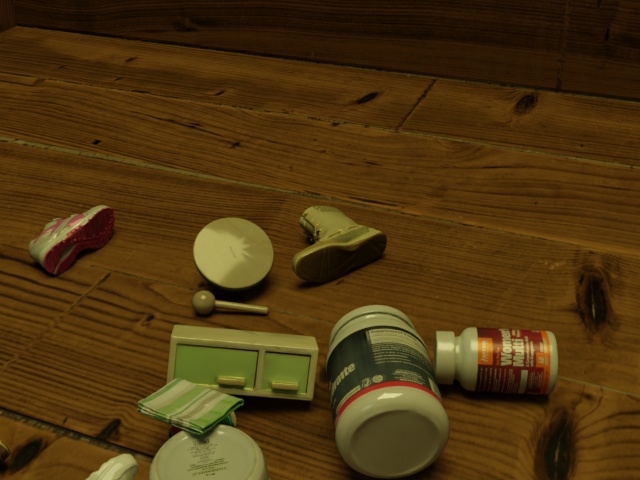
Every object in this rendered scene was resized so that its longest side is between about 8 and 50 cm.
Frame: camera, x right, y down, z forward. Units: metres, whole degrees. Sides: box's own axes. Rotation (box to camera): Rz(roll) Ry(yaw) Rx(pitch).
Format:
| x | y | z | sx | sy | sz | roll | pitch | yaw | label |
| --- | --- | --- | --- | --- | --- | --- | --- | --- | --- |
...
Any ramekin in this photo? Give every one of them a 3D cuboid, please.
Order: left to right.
| x | y | z | sx | sy | sz | roll | pitch | yaw | label |
| --- | --- | --- | --- | --- | --- | --- | --- | --- | --- |
| -0.178 | 0.390 | 1.311 | 0.207 | 0.109 | 0.207 | -1 | 31 | 1 | ramekin |

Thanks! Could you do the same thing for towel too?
| x | y | z | sx | sy | sz | roll | pitch | yaw | label |
| --- | --- | --- | --- | --- | --- | --- | --- | --- | --- |
| -0.222 | 0.276 | 1.393 | 0.152 | 0.023 | 0.113 | 9 | 25 | 33 | towel |

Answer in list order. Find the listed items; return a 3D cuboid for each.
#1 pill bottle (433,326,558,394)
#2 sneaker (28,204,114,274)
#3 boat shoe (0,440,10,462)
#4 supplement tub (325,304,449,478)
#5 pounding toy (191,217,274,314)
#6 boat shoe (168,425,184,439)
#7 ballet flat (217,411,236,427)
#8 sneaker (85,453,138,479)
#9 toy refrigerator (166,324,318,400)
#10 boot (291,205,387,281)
| x | y | z | sx | sy | sz | roll | pitch | yaw | label |
| --- | --- | --- | --- | --- | --- | --- | --- | --- | --- |
| 0.328 | 0.227 | 1.555 | 0.221 | 0.121 | 0.121 | 2 | 31 | 5 | pill bottle |
| -0.611 | -0.020 | 2.004 | 0.111 | 0.103 | 0.252 | 18 | 36 | 26 | sneaker |
| -0.618 | 0.366 | 1.412 | 0.177 | 0.064 | 0.060 | 2 | 36 | 17 | boat shoe |
| 0.109 | 0.259 | 1.439 | 0.191 | 0.191 | 0.272 | -3 | 31 | -4 | supplement tub |
| -0.204 | 0.075 | 1.866 | 0.182 | 0.110 | 0.237 | 6 | 60 | -10 | pounding toy |
| -0.208 | 0.346 | 1.448 | 0.137 | 0.043 | 0.049 | 10 | 35 | 19 | boat shoe |
| -0.205 | 0.294 | 1.524 | 0.168 | 0.057 | 0.052 | 24 | 29 | 34 | ballet flat |
| -0.319 | 0.435 | 1.216 | 0.115 | 0.090 | 0.232 | 20 | 70 | 18 | sneaker |
| -0.144 | 0.227 | 1.523 | 0.269 | 0.102 | 0.094 | 6 | 9 | -7 | toy refrigerator |
| 0.000 | 0.000 | 1.961 | 0.262 | 0.095 | 0.203 | -21 | 37 | -32 | boot |
